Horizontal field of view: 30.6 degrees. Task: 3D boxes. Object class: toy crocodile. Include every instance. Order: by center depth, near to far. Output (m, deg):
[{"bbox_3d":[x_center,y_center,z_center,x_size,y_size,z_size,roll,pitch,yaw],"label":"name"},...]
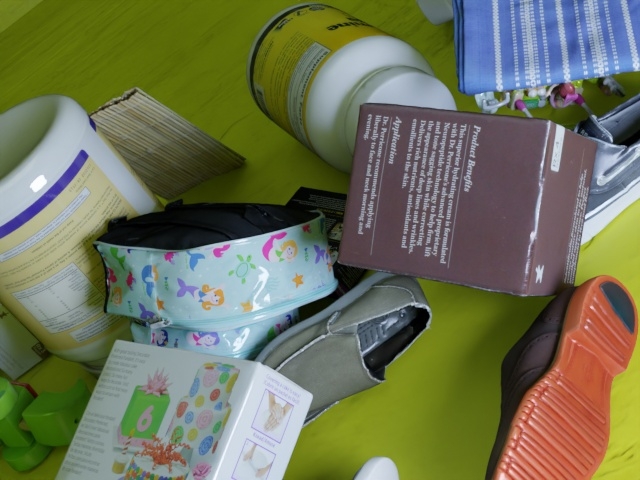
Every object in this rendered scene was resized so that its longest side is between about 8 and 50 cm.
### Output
[{"bbox_3d":[-0.447,0.233,1.543,0.341,0.115,0.105,-9,36,32],"label":"toy crocodile"}]

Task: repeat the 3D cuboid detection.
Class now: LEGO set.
[{"bbox_3d":[0.324,-0.197,1.372,0.287,0.132,0.107,-23,45,-3],"label":"LEGO set"}]

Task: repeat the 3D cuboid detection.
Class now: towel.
[{"bbox_3d":[0.316,-0.269,1.320,0.336,0.040,0.243,-8,44,14],"label":"towel"}]

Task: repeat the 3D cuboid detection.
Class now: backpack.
[{"bbox_3d":[-0.111,0.042,1.349,0.254,0.191,0.225,-7,7,43],"label":"backpack"}]

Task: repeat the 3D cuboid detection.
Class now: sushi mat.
[{"bbox_3d":[-0.239,-0.131,1.664,0.151,0.316,0.019,-22,69,18],"label":"sushi mat"}]

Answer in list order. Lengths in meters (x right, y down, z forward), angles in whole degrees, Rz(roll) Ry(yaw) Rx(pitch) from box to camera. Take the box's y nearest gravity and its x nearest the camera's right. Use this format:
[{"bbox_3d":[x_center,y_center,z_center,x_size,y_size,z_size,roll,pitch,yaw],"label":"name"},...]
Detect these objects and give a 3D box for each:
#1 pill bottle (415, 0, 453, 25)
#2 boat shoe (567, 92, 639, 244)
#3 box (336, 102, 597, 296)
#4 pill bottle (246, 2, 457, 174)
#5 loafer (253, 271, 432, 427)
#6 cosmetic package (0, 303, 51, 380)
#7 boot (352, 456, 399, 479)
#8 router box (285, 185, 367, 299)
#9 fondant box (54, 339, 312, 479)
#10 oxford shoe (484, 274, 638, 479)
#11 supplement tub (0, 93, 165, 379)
[{"bbox_3d":[0.267,-0.426,1.665,0.283,0.161,0.161,-21,36,22],"label":"pill bottle"},{"bbox_3d":[0.302,-0.087,1.258,0.301,0.102,0.108,-31,33,8],"label":"boat shoe"},{"bbox_3d":[0.149,-0.040,1.182,0.203,0.167,0.168,10,92,27],"label":"box"},{"bbox_3d":[0.041,-0.196,1.561,0.188,0.188,0.334,-40,33,-5],"label":"pill bottle"},{"bbox_3d":[0.019,0.124,1.261,0.251,0.094,0.087,-42,29,-8],"label":"loafer"},{"bbox_3d":[-0.474,0.094,1.741,0.085,0.117,0.231,-36,31,1],"label":"cosmetic package"},{"bbox_3d":[0.006,0.285,1.092,0.086,0.069,0.190,-3,47,37],"label":"boot"},{"bbox_3d":[0.000,0.000,1.481,0.179,0.046,0.133,13,57,50],"label":"router box"},{"bbox_3d":[-0.171,0.275,1.176,0.238,0.096,0.330,3,65,45],"label":"fondant box"},{"bbox_3d":[0.207,0.151,1.075,0.098,0.097,0.271,-24,24,51],"label":"oxford shoe"},{"bbox_3d":[-0.316,0.005,1.504,0.241,0.331,0.241,-24,34,18],"label":"supplement tub"}]
